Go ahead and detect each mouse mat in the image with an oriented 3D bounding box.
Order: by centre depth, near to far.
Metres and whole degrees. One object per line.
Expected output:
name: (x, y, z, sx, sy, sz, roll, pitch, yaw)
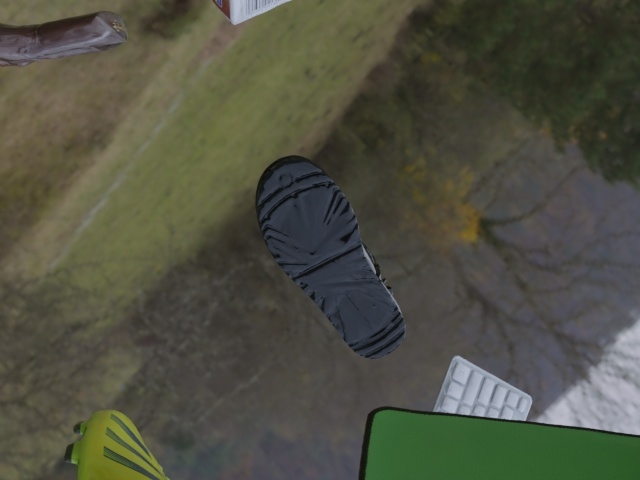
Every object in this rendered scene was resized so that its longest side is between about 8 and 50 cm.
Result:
mouse mat: (0.114, 0.144, 0.684, 0.153, 0.189, 0.007, -76, 169, -62)

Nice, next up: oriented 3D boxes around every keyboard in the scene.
keyboard: (0.070, 0.205, 0.814, 0.014, 0.072, 0.256, -6, -123, 57)

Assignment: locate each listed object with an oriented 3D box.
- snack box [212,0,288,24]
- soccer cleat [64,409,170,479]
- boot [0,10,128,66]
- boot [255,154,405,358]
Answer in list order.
snack box: (0.032, -0.154, 0.534, 0.178, 0.022, 0.064, -28, 148, -21)
soccer cleat: (-0.123, 0.214, 0.907, 0.121, 0.094, 0.289, -5, -157, -13)
boot: (-0.208, -0.157, 0.929, 0.114, 0.037, 0.106, -4, 178, 15)
boot: (0.000, -0.001, 0.640, 0.045, 0.121, 0.099, -32, -159, 2)
